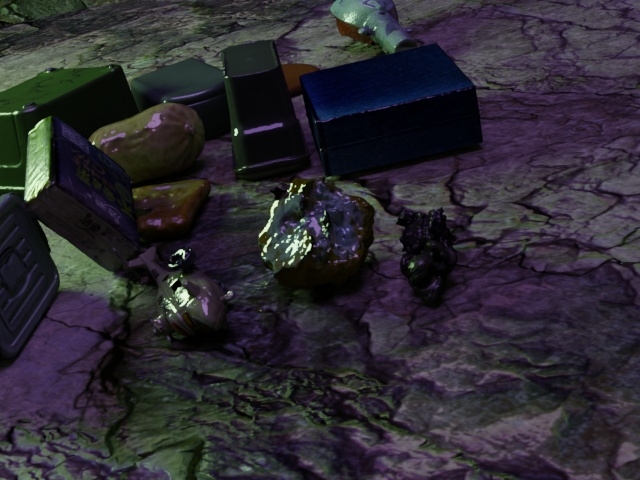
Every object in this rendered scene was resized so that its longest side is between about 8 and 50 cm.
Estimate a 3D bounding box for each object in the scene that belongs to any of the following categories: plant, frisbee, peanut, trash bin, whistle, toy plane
[{"bbox_3d":[0.134,0.013,1.285,0.087,0.085,0.174,-46,17,25],"label":"plant"},{"bbox_3d":[-0.119,-0.336,2.213,0.251,0.021,0.251,-11,23,5],"label":"frisbee"},{"bbox_3d":[-0.308,-0.163,1.803,0.224,0.129,0.129,-23,26,-7],"label":"peanut"},{"bbox_3d":[-0.258,-0.280,2.037,0.177,0.101,0.236,-27,33,-22],"label":"trash bin"},{"bbox_3d":[0.126,-0.475,2.287,0.142,0.133,0.346,21,21,-30],"label":"whistle"},{"bbox_3d":[-0.193,0.061,1.333,0.108,0.092,0.286,-43,33,-6],"label":"toy plane"}]

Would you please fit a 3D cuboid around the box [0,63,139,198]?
[{"bbox_3d":[-0.505,-0.214,1.940,0.253,0.177,0.328,4,29,28],"label":"box"}]

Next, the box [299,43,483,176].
[{"bbox_3d":[0.111,-0.224,1.746,0.262,0.116,0.279,-12,24,-2],"label":"box"}]

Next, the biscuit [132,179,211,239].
[{"bbox_3d":[-0.269,-0.046,1.638,0.174,0.039,0.183,-8,24,7],"label":"biscuit"}]

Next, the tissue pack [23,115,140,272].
[{"bbox_3d":[-0.358,-0.075,1.546,0.073,0.173,0.235,-42,33,13],"label":"tissue pack"}]

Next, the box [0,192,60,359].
[{"bbox_3d":[-0.466,0.058,1.381,0.135,0.163,0.243,-16,25,13],"label":"box"}]

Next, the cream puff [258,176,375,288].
[{"bbox_3d":[0.001,0.000,1.336,0.156,0.156,0.121,-40,-6,-45],"label":"cream puff"}]

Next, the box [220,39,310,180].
[{"bbox_3d":[-0.109,-0.234,1.799,0.138,0.178,0.274,-13,24,-2],"label":"box"}]

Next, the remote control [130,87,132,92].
[{"bbox_3d":[-0.428,-0.281,2.204,0.313,0.055,0.109,-9,34,-1],"label":"remote control"}]
